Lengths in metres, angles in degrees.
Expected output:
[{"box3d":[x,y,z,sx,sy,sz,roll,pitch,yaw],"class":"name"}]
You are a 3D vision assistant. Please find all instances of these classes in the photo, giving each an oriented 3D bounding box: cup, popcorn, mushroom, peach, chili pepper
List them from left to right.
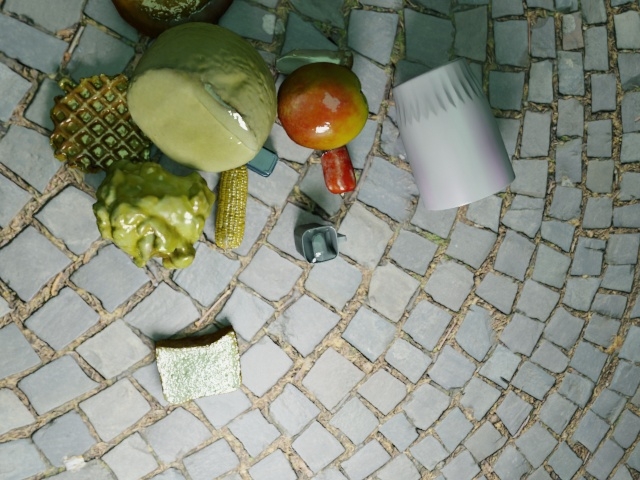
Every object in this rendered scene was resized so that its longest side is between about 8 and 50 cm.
[{"box3d":[-0.392,-0.061,1.031,0.250,0.235,0.241,20,70,-28],"class":"popcorn"},{"box3d":[-0.016,-0.461,1.161,0.210,0.071,0.084,-2,130,-13],"class":"mushroom"},{"box3d":[0.000,0.000,1.205,0.128,0.129,0.095,-13,103,-14],"class":"cup"},{"box3d":[0.003,-0.332,1.102,0.231,0.231,0.230,-3,100,-16],"class":"peach"},{"box3d":[0.056,-0.165,1.221,0.086,0.084,0.191,-15,99,3],"class":"chili pepper"},{"box3d":[0.350,-0.277,1.202,0.254,0.253,0.371,-27,104,-11],"class":"cup"}]

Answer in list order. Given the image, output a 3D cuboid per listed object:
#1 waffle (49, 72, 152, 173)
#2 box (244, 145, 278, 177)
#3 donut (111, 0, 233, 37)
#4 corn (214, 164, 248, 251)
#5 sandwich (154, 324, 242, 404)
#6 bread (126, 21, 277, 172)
[{"box3d":[-0.511,-0.275,1.054,0.244,0.059,0.237,-3,97,-18],"class":"waffle"},{"box3d":[-0.160,-0.215,1.162,0.099,0.054,0.074,27,89,-18],"class":"box"},{"box3d":[-0.328,-0.619,0.999,0.300,0.150,0.316,0,99,-19],"class":"donut"},{"box3d":[-0.230,-0.086,1.150,0.080,0.080,0.237,7,94,-18],"class":"corn"},{"box3d":[-0.325,0.335,1.196,0.215,0.065,0.185,-7,101,-15],"class":"sandwich"},{"box3d":[-0.256,-0.320,1.010,0.321,0.237,0.320,8,134,8],"class":"bread"}]
